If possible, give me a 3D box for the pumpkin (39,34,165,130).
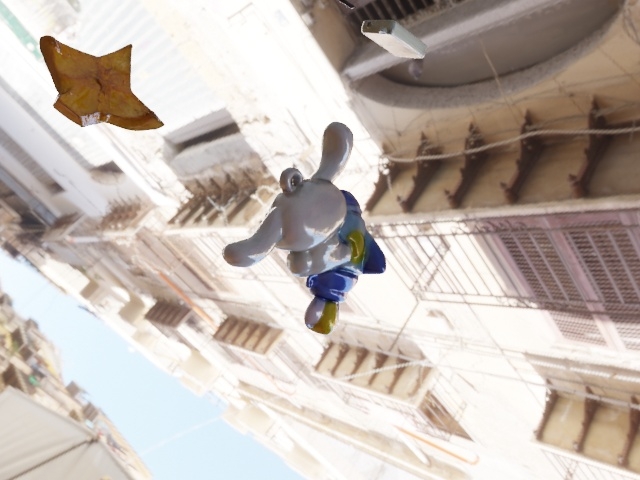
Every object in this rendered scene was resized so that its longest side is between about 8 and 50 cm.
[{"bbox_3d":[-0.587,-0.411,1.509,0.258,0.291,0.095,-11,163,-33],"label":"pumpkin"}]

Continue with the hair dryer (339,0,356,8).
[{"bbox_3d":[0.008,-0.995,2.070,0.304,0.359,0.120,-52,-173,-8],"label":"hair dryer"}]

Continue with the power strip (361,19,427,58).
[{"bbox_3d":[0.239,-0.645,1.804,0.117,0.270,0.046,19,-82,35],"label":"power strip"}]

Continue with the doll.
[{"bbox_3d":[-0.005,-0.003,1.185,0.376,0.366,0.187,-40,-143,-12],"label":"doll"}]
